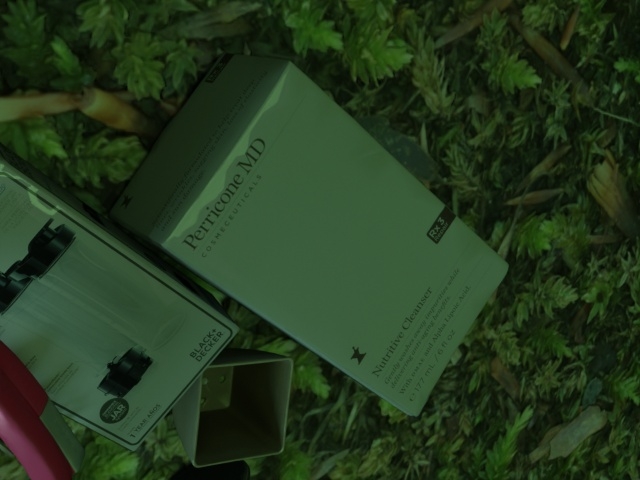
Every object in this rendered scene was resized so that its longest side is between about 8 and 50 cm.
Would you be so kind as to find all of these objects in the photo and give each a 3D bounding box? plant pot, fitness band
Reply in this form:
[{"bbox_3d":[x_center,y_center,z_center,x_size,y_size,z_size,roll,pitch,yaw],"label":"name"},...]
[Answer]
[{"bbox_3d":[-0.104,0.166,0.961,0.109,0.096,0.109,-1,103,-34],"label":"plant pot"},{"bbox_3d":[-0.330,0.171,0.761,0.209,0.054,0.290,-15,122,13],"label":"fitness band"}]

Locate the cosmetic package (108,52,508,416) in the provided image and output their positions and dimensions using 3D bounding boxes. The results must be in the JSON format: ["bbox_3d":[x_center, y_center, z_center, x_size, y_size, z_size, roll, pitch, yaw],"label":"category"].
[{"bbox_3d":[0.000,0.000,0.953,0.385,0.156,0.217,36,83,-36],"label":"cosmetic package"}]

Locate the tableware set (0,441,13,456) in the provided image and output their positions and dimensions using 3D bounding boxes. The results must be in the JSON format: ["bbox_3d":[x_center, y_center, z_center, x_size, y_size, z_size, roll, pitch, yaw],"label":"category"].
[{"bbox_3d":[-0.317,0.174,0.808,0.154,0.024,0.104,-23,124,18],"label":"tableware set"}]

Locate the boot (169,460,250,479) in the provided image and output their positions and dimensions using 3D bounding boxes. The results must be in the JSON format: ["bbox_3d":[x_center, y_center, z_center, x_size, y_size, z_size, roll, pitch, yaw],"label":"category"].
[{"bbox_3d":[-0.117,0.389,1.029,0.263,0.091,0.229,-53,130,-7],"label":"boot"}]

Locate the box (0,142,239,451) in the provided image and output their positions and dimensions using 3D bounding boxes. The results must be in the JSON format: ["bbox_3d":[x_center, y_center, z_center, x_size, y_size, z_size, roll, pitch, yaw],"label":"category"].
[{"bbox_3d":[-0.238,0.055,0.828,0.169,0.087,0.290,-50,125,2],"label":"box"}]
